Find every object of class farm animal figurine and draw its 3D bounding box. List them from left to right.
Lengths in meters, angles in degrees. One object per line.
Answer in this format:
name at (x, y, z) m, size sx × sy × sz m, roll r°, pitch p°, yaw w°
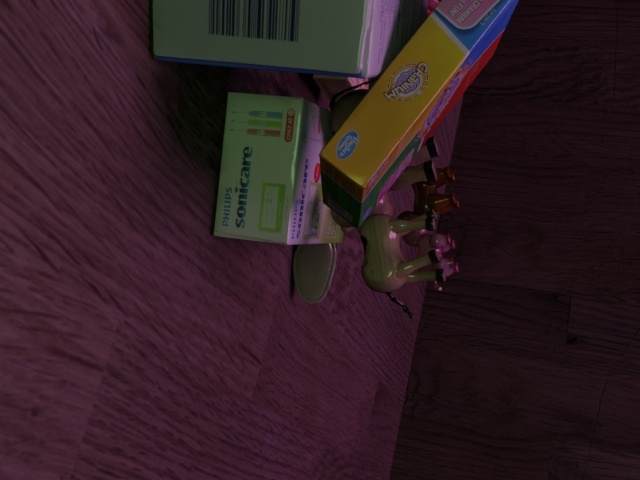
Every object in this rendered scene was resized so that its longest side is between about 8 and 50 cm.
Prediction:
farm animal figurine at (0.093, -0.086, 1.243) m, size 0.330 × 0.172 × 0.327 m, roll -56°, pitch 131°, yaw -65°

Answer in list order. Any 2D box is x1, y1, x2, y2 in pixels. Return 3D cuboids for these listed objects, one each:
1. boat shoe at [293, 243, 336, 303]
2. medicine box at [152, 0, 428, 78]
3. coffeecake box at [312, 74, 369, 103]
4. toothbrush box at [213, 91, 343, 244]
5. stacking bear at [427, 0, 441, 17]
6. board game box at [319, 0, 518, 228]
boat shoe at (0.000, 0.000, 1.519) m, size 0.079 × 0.084 × 0.233 m, roll -13°, pitch 106°, yaw -71°
medicine box at (-0.023, -0.289, 1.011) m, size 0.289 × 0.263 × 0.149 m, roll -34°, pitch 130°, yaw -67°
coffeecake box at (0.051, -0.348, 1.467) m, size 0.142 × 0.068 × 0.186 m, roll 37°, pitch 61°, yaw -70°
toothbrush box at (-0.046, -0.101, 1.263) m, size 0.283 × 0.122 × 0.206 m, roll 2°, pitch 95°, yaw -72°
stacking bear at (0.183, -0.454, 1.419) m, size 0.289 × 0.164 × 0.175 m, roll -63°, pitch 168°, yaw 5°
board game box at (0.119, -0.177, 1.017) m, size 0.316 × 0.064 × 0.242 m, roll -52°, pitch 173°, yaw -7°
